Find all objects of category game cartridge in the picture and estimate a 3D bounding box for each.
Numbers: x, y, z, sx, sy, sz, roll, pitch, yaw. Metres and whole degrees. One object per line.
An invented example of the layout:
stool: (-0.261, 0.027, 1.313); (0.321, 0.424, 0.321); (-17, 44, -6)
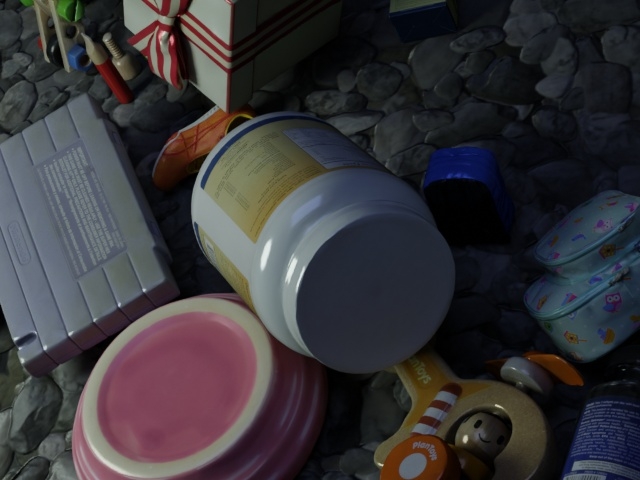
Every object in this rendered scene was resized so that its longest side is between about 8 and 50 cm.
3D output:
game cartridge: (-0.336, -0.014, 2.035); (0.230, 0.068, 0.355); (-27, 55, 1)

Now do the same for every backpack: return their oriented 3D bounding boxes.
backpack: (0.175, -0.064, 1.859); (0.098, 0.120, 0.101); (-7, 52, 21)
backpack: (0.313, 0.040, 1.685); (0.188, 0.144, 0.166); (-46, 13, -1)

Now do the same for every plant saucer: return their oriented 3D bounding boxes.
plant saucer: (-0.157, 0.193, 1.841); (0.332, 0.084, 0.332); (-12, 51, 15)

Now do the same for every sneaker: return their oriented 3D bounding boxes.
sneaker: (-0.159, -0.128, 2.106); (0.175, 0.064, 0.067); (-42, 55, -7)

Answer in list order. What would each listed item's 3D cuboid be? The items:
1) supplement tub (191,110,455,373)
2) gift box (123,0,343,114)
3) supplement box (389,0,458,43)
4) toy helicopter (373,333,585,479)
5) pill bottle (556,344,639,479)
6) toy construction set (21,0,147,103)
supplement tub: (0.000, 0.000, 1.778); (0.228, 0.228, 0.316); (-37, 33, -6)
gift box: (-0.143, -0.356, 2.101); (0.276, 0.255, 0.258); (37, 59, 25)
supplement box: (0.144, -0.328, 2.122); (0.083, 0.056, 0.083); (-9, 52, 19)
toy helicopter: (0.151, 0.169, 1.690); (0.235, 0.140, 0.355); (-38, 35, 3)
pill bottle: (0.313, 0.222, 1.568); (0.122, 0.123, 0.219); (6, 55, 29)
toy construction set: (-0.348, -0.382, 2.274); (0.257, 0.237, 0.309); (-26, 49, 5)
